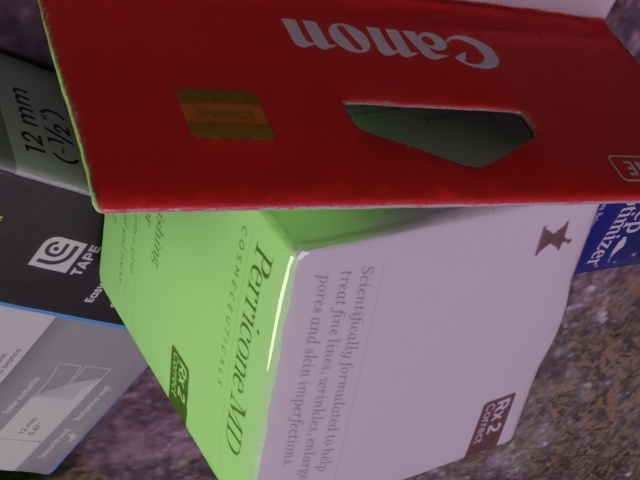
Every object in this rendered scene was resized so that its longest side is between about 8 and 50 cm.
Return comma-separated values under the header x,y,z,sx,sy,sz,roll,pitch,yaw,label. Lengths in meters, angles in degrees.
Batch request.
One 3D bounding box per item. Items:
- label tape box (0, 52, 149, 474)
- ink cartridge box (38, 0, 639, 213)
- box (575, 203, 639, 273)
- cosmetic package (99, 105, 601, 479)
x,y,z,sx,sy,sz,roll,pitch,yaw,label
-0.245,0.009,0.550,0.347,0.115,0.249,16,127,-46,label tape box
0.024,-0.127,0.413,0.296,0.261,0.066,-2,137,-31,ink cartridge box
0.271,-0.029,0.889,0.225,0.037,0.136,-8,141,-25,box
0.000,0.000,0.469,0.151,0.184,0.151,-12,130,-29,cosmetic package
